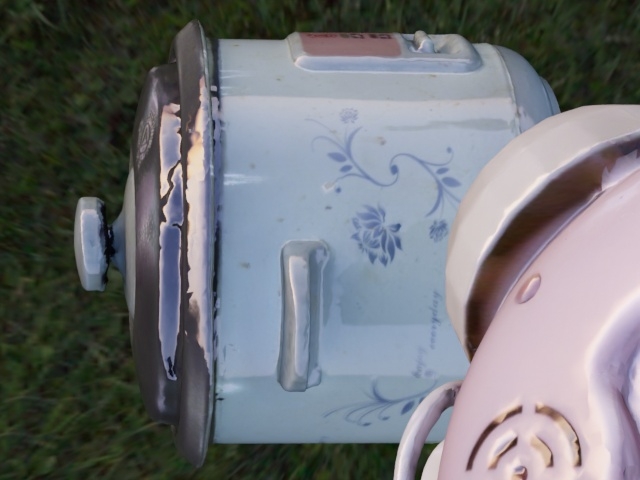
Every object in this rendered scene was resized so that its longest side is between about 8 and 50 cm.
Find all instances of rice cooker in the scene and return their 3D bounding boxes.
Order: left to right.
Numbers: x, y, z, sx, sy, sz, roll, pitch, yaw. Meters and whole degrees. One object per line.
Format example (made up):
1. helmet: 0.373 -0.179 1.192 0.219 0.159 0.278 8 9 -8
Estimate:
1. rice cooker: 0.000 0.000 0.986 0.316 0.317 0.264 3 111 2

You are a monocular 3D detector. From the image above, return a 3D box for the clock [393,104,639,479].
1. clock: 0.171 0.097 0.595 0.184 0.325 0.342 32 63 -35
